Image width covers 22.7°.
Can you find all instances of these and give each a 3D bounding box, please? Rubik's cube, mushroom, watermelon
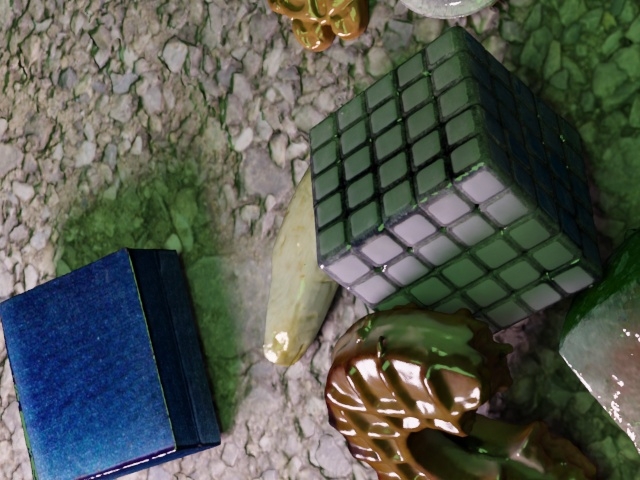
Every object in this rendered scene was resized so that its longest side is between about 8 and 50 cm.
[{"bbox_3d":[0.146,-0.050,1.769,0.238,0.237,0.237,-32,38,26],"label":"Rubik's cube"},{"bbox_3d":[-0.003,-0.002,2.007,0.107,0.087,0.333,35,110,29],"label":"mushroom"},{"bbox_3d":[0.396,0.092,1.681,0.264,0.151,0.302,-37,67,31],"label":"watermelon"}]

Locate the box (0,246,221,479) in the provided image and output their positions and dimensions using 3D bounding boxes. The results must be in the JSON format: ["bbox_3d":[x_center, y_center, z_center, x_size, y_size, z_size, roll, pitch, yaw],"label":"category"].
[{"bbox_3d":[-0.290,0.181,2.174,0.261,0.116,0.279,-21,76,31],"label":"box"}]

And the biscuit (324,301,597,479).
[{"bbox_3d":[0.136,0.201,1.759,0.268,0.366,0.115,1,50,38],"label":"biscuit"}]

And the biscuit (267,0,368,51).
[{"bbox_3d":[-0.007,-0.391,2.052,0.202,0.044,0.289,-8,82,34],"label":"biscuit"}]

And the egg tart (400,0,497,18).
[{"bbox_3d":[0.154,-0.381,1.909,0.234,0.094,0.234,-1,88,37],"label":"egg tart"}]
